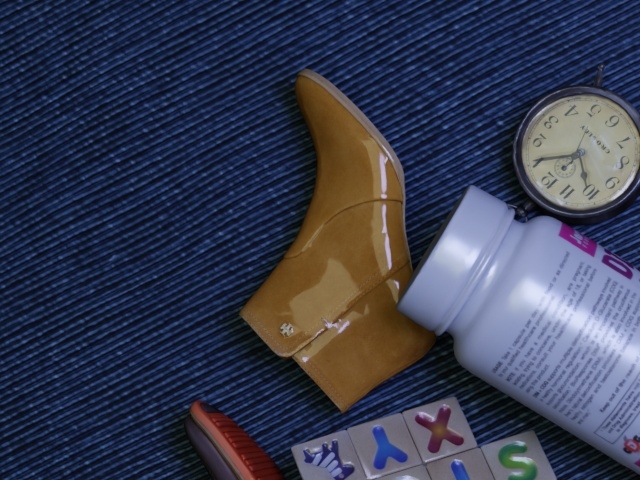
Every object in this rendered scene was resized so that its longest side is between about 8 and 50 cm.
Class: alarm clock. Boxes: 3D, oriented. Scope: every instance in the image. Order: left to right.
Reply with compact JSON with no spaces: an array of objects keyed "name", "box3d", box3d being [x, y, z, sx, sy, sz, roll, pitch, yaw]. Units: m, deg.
[{"name":"alarm clock","box3d":[0.236,-0.068,1.742,0.192,0.064,0.129,-41,75,-1]}]

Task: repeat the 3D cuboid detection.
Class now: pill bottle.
[{"name":"pill bottle","box3d":[0.221,0.078,1.640,0.283,0.160,0.160,31,86,0]}]

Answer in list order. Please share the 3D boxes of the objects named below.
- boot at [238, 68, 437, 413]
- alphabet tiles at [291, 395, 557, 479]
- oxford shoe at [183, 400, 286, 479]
[{"name":"boot","box3d":[0.000,0.001,1.749,0.211,0.104,0.295,-37,81,-4]},{"name":"alphabet tiles","box3d":[0.111,0.310,1.641,0.285,0.011,0.342,-15,62,-16]},{"name":"oxford shoe","box3d":[-0.067,0.278,1.721,0.098,0.097,0.271,-36,73,11]}]
